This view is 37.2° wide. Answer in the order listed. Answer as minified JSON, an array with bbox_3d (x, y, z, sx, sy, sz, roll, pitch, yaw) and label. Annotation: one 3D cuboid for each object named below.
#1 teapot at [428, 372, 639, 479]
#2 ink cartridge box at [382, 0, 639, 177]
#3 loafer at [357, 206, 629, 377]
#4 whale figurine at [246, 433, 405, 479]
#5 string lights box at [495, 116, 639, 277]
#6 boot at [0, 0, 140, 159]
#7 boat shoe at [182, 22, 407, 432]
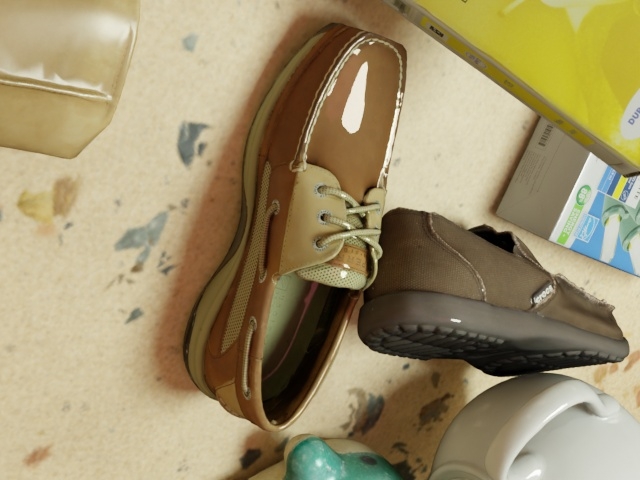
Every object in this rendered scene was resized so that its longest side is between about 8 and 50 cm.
[{"bbox_3d":[0.183,0.249,0.854,0.187,0.252,0.256,-18,90,-33],"label":"teapot"},{"bbox_3d":[0.183,-0.255,0.662,0.307,0.072,0.304,36,90,-3],"label":"ink cartridge box"},{"bbox_3d":[0.173,0.046,0.864,0.366,0.134,0.130,18,64,-50],"label":"loafer"},{"bbox_3d":[-0.024,0.279,0.839,0.272,0.141,0.216,4,110,-37],"label":"whale figurine"},{"bbox_3d":[0.307,-0.040,0.950,0.259,0.077,0.133,17,100,-38],"label":"string lights box"},{"bbox_3d":[-0.258,-0.076,0.553,0.269,0.089,0.236,5,118,-40],"label":"boot"},{"bbox_3d":[0.000,0.000,0.738,0.122,0.120,0.324,9,106,-36],"label":"boat shoe"}]
